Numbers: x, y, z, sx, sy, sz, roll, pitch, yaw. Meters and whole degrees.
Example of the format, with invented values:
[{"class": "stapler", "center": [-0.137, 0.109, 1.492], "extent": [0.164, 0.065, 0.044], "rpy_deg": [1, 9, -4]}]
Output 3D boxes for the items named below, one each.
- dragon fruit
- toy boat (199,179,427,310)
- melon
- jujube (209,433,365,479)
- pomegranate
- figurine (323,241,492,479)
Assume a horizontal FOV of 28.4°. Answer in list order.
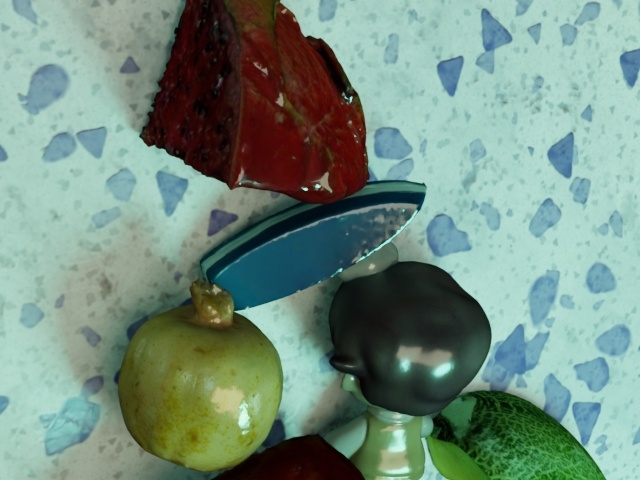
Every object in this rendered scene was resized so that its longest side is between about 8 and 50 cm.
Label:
[{"class": "dragon fruit", "center": [-0.064, -0.150, 1.493], "extent": [0.330, 0.240, 0.302], "rpy_deg": [23, 62, -54]}, {"class": "toy boat", "center": [0.000, 0.000, 1.554], "extent": [0.299, 0.062, 0.096], "rpy_deg": [-25, 111, -3]}, {"class": "melon", "center": [0.299, 0.375, 1.808], "extent": [0.344, 0.226, 0.331], "rpy_deg": [62, 32, -28]}, {"class": "jujube", "center": [-0.089, 0.411, 1.537], "extent": [0.377, 0.276, 0.276], "rpy_deg": [-38, 119, -5]}, {"class": "pomegranate", "center": [-0.138, 0.172, 1.490], "extent": [0.207, 0.207, 0.207], "rpy_deg": [-8, 107, -28]}, {"class": "figurine", "center": [0.099, 0.190, 1.678], "extent": [0.218, 0.206, 0.365], "rpy_deg": [8, 125, -9]}]
